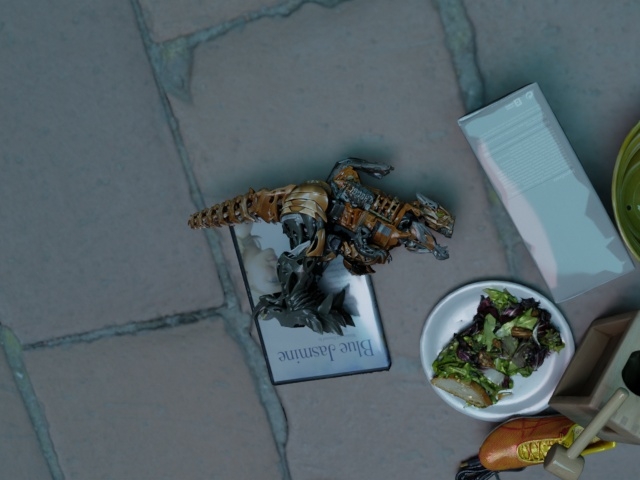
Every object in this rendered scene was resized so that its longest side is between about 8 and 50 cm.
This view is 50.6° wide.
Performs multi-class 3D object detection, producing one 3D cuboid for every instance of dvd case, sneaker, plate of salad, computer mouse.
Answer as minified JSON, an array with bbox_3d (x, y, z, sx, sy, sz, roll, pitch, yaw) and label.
[{"bbox_3d":[-0.015,0.075,0.949,0.181,0.022,0.252,-12,99,16],"label":"dvd case"},{"bbox_3d":[0.289,0.257,0.870,0.175,0.067,0.064,-17,90,3],"label":"sneaker"},{"bbox_3d":[0.230,0.151,0.890,0.200,0.048,0.199,3,102,14],"label":"plate of salad"},{"bbox_3d":[0.265,0.384,0.935,0.106,0.042,0.192,-23,96,17],"label":"computer mouse"}]

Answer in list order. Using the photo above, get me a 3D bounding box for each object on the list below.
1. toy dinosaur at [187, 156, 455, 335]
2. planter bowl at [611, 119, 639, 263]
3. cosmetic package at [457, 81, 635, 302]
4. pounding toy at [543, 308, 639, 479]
[{"bbox_3d":[0.000,0.000,0.865,0.322,0.164,0.218,7,89,32],"label":"toy dinosaur"},{"bbox_3d":[0.409,-0.048,0.762,0.217,0.090,0.217,0,87,-5],"label":"planter bowl"},{"bbox_3d":[0.262,-0.061,0.794,0.107,0.127,0.237,-25,93,18],"label":"cosmetic package"},{"bbox_3d":[0.336,0.190,0.759,0.094,0.181,0.206,33,78,5],"label":"pounding toy"}]
